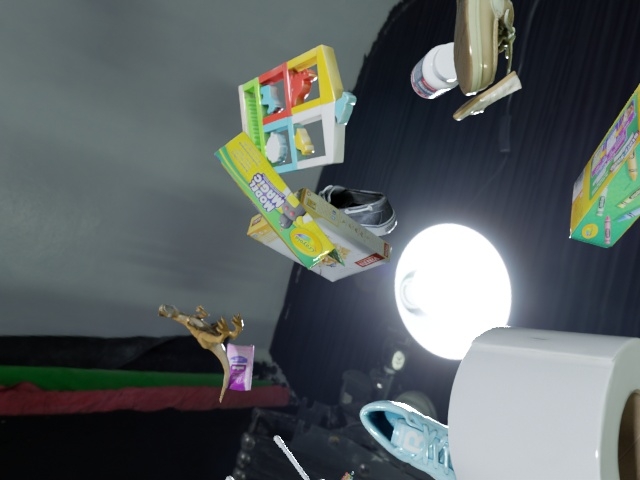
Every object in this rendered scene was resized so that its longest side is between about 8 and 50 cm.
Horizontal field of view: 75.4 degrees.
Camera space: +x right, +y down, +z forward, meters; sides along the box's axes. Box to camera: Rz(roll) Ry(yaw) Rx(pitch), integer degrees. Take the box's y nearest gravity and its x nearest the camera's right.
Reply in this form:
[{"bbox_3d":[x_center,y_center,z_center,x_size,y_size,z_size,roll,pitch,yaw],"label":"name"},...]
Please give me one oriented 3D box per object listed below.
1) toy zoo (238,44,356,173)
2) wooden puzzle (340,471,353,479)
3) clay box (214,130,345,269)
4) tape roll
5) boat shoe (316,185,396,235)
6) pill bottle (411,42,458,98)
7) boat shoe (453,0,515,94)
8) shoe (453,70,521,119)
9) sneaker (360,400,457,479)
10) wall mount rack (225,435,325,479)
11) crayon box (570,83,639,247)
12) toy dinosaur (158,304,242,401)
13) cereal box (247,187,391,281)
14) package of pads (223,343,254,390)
[{"bbox_3d":[-0.049,-0.224,0.756,0.030,0.192,0.293,-10,-174,-43],"label":"toy zoo"},{"bbox_3d":[0.093,0.894,1.542,0.006,0.083,0.049,51,157,-9],"label":"wooden puzzle"},{"bbox_3d":[-0.057,-0.043,0.591,0.222,0.053,0.127,53,176,-11],"label":"clay box"},{"bbox_3d":[0.301,0.235,0.515,0.246,0.246,0.169,15,166,-34],"label":"tape roll"},{"bbox_3d":[0.036,-0.085,0.996,0.301,0.108,0.102,13,141,41],"label":"boat shoe"},{"bbox_3d":[0.300,-0.426,1.039,0.108,0.108,0.180,15,-172,-4],"label":"pill bottle"},{"bbox_3d":[0.242,-0.335,0.586,0.089,0.285,0.104,6,163,10],"label":"boat shoe"},{"bbox_3d":[0.528,-0.445,1.314,0.058,0.219,0.076,54,-161,-9],"label":"shoe"},{"bbox_3d":[0.234,0.465,0.931,0.150,0.135,0.366,23,166,-38],"label":"sneaker"},{"bbox_3d":[-0.122,0.768,1.187,0.131,0.304,0.350,-7,-174,35],"label":"wall mount rack"},{"bbox_3d":[0.576,-0.136,0.782,0.081,0.165,0.278,18,147,15],"label":"crayon box"},{"bbox_3d":[-0.187,0.173,0.721,0.211,0.112,0.064,55,-155,-16],"label":"toy dinosaur"},{"bbox_3d":[0.000,0.000,0.830,0.240,0.047,0.173,31,143,-31],"label":"cereal box"},{"bbox_3d":[-0.153,0.237,0.777,0.050,0.083,0.032,4,164,-3],"label":"package of pads"}]
